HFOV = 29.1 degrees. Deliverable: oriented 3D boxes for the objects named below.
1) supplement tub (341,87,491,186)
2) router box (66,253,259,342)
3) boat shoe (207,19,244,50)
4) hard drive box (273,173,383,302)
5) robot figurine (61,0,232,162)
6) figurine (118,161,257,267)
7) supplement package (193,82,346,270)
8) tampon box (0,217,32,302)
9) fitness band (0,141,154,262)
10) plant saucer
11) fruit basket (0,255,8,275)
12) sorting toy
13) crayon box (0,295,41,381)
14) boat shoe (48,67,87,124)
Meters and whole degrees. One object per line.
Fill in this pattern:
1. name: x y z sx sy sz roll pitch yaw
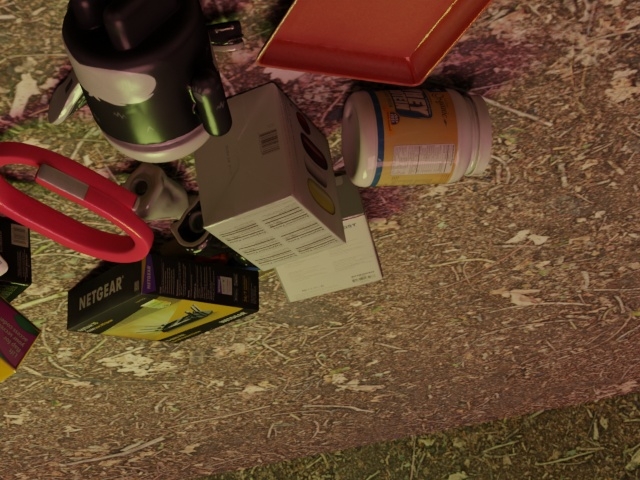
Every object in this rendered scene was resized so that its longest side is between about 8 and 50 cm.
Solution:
1. supplement tub: 0.141 -0.155 1.842 0.200 0.144 0.144 -3 154 -12
2. router box: -0.295 0.113 2.282 0.243 0.081 0.309 10 159 -33
3. boat shoe: -0.163 -0.271 1.624 0.125 0.046 0.038 2 115 14
4. hard drive box: 0.000 0.000 2.131 0.181 0.089 0.232 -15 149 2
5. robot figurine: -0.213 -0.220 1.513 0.174 0.209 0.278 -13 144 0
6. figurine: -0.194 -0.030 1.978 0.092 0.215 0.209 -59 149 0
7. supplement package: -0.078 -0.090 1.847 0.149 0.194 0.203 -18 154 17
8. tampon box: -0.567 0.047 2.063 0.101 0.120 0.161 13 148 -38
9. fitness band: -0.387 -0.055 1.875 0.291 0.054 0.209 30 153 -22
10. plant saucer: 0.074 -0.304 1.621 0.258 0.047 0.259 4 151 -25
11. fruit basket: -0.682 0.008 1.773 0.353 0.165 0.327 -32 109 18
12. sorting toy: -0.104 0.003 2.215 0.307 0.041 0.229 -25 150 31
13. crayon box: -0.687 0.119 1.997 0.363 0.106 0.313 44 130 -18
14. boat shoe: -0.335 -0.202 1.702 0.040 0.049 0.142 9 148 -33
